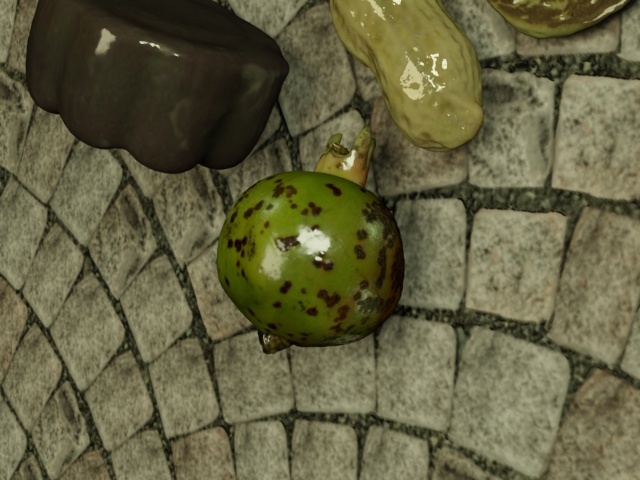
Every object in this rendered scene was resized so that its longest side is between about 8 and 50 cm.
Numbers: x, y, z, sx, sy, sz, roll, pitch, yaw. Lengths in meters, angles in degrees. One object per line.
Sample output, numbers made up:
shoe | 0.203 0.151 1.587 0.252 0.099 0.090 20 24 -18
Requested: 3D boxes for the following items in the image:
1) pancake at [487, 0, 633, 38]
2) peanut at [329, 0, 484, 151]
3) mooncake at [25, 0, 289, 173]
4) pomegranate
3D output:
pancake | 0.235 -0.313 1.139 0.250 0.031 0.250 -2 87 41
peanut | 0.085 -0.203 1.216 0.123 0.123 0.257 -31 73 36
mooncake | -0.189 -0.196 1.348 0.306 0.306 0.154 39 119 35
pomegranate | -0.004 0.000 1.257 0.198 0.198 0.246 -33 33 36
